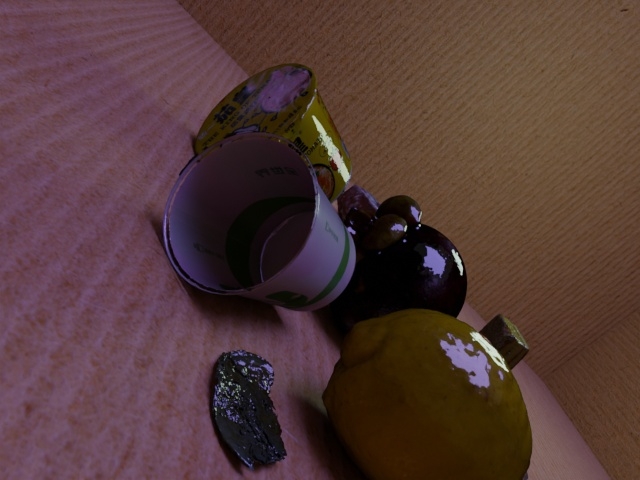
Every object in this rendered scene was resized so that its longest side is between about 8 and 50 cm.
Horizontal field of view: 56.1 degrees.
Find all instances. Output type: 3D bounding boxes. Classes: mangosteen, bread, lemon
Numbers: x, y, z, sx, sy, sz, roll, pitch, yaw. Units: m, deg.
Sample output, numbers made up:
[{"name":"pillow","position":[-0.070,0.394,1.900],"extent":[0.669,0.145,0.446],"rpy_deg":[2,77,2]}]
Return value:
[{"name":"mangosteen","position":[0.147,0.068,1.271],"extent":[0.347,0.306,0.307],"rpy_deg":[63,8,-16]},{"name":"bread","position":[0.531,0.363,1.886],"extent":[0.110,0.234,0.184],"rpy_deg":[44,13,-9]},{"name":"lemon","position":[0.163,0.251,0.876],"extent":[0.316,0.286,0.285],"rpy_deg":[20,10,8]}]

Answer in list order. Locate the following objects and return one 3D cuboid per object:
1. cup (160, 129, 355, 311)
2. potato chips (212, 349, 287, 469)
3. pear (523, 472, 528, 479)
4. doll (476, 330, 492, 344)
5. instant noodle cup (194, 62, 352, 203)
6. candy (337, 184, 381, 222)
[{"name":"cup","position":[-0.074,-0.007,0.967],"extent":[0.253,0.253,0.274],"rpy_deg":[54,7,27]},{"name":"potato chips","position":[-0.084,0.207,0.742],"extent":[0.142,0.026,0.209],"rpy_deg":[50,12,-3]},{"name":"pear","position":[0.279,0.410,1.058],"extent":[0.178,0.178,0.178],"rpy_deg":[45,12,-13]},{"name":"doll","position":[0.325,0.295,1.369],"extent":[0.160,0.183,0.363],"rpy_deg":[9,-23,17]},{"name":"instant noodle cup","position":[-0.090,-0.209,1.400],"extent":[0.254,0.325,0.326],"rpy_deg":[51,8,-39]},{"name":"candy","position":[0.156,-0.079,2.149],"extent":[0.214,0.157,0.289],"rpy_deg":[58,-1,-31]}]
